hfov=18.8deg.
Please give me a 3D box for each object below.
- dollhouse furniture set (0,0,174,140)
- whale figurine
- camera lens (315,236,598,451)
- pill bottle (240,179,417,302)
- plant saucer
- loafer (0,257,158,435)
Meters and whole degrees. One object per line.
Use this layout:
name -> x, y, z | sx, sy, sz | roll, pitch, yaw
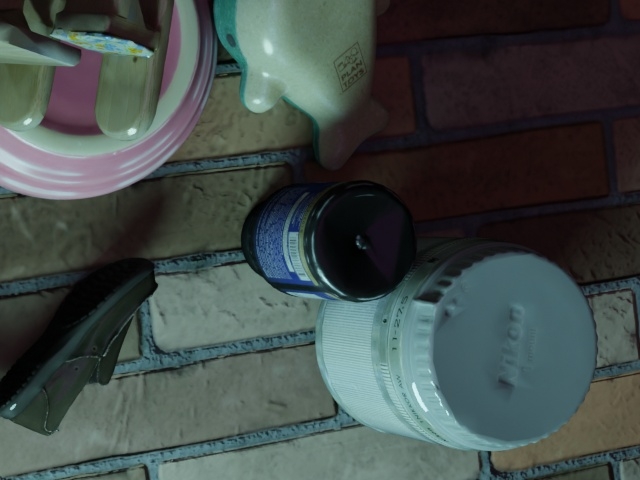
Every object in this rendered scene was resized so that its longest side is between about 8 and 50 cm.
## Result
dollhouse furniture set -> -0.401, -0.148, 1.705 | 0.362, 0.394, 0.256 | 15, 83, -55
whale figurine -> -0.019, -0.209, 2.054 | 0.216, 0.141, 0.272 | -44, 131, -24
camera lens -> 0.136, 0.105, 2.030 | 0.219, 0.274, 0.219 | 0, 91, -25
pill bottle -> 0.000, 0.000, 1.998 | 0.123, 0.219, 0.123 | -1, 91, -25
plant saucer -> -0.253, -0.207, 1.957 | 0.332, 0.084, 0.332 | 0, 91, -23
loafer -> -0.241, 0.110, 1.977 | 0.220, 0.080, 0.078 | -48, 118, -11
